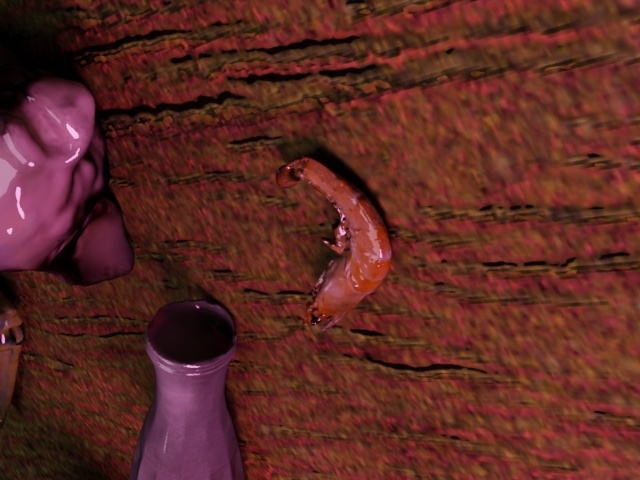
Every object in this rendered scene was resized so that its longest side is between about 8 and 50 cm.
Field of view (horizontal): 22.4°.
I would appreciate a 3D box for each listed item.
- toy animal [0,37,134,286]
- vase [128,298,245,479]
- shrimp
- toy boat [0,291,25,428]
[{"bbox_3d":[-0.241,-0.011,1.029,0.344,0.302,0.194,-37,92,40],"label":"toy animal"},{"bbox_3d":[-0.087,0.129,1.064,0.086,0.086,0.214,41,145,29],"label":"vase"},{"bbox_3d":[0.000,0.000,0.832,0.083,0.023,0.114,52,148,16],"label":"shrimp"},{"bbox_3d":[-0.320,0.105,1.392,0.084,0.111,0.276,55,155,16],"label":"toy boat"}]
